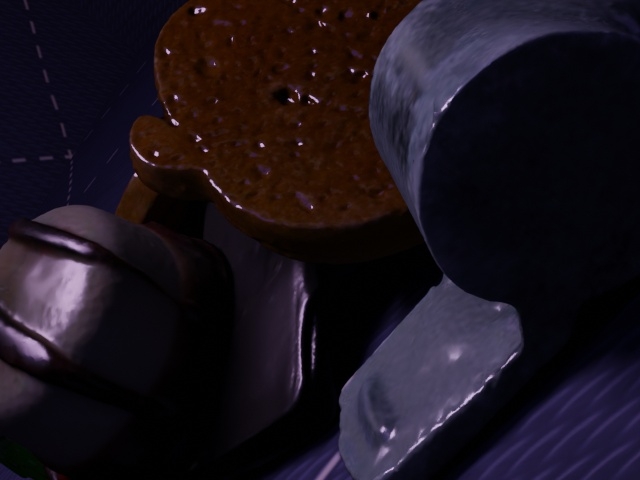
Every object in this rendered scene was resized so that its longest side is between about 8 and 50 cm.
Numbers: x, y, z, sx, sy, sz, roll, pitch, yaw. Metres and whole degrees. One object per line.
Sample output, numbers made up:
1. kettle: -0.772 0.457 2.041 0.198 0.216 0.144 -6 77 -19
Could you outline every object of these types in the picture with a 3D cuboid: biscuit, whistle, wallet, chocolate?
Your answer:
1. biscuit: -0.134 -0.047 1.450 0.314 0.063 0.367 -49 -15 -25
2. whistle: 0.128 -0.005 0.840 0.168 0.188 0.405 -110 26 -63
3. biscuit: -0.009 -0.126 1.144 0.350 0.070 0.394 -21 50 -3
4. wallet: -0.056 0.035 1.168 0.197 0.051 0.378 -36 42 38
5. chocolate: -0.236 0.083 1.164 0.283 0.186 0.284 -35 39 34

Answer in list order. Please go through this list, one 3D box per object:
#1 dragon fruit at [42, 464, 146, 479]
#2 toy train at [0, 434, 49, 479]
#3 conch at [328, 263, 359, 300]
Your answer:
1. dragon fruit: -0.223 0.244 1.262 0.092 0.122 0.192 -43 17 0
2. toy train: -0.356 0.209 1.529 0.243 0.188 0.132 -30 24 48
3. conch: 0.001 -0.001 1.203 0.065 0.088 0.180 66 -136 -75
